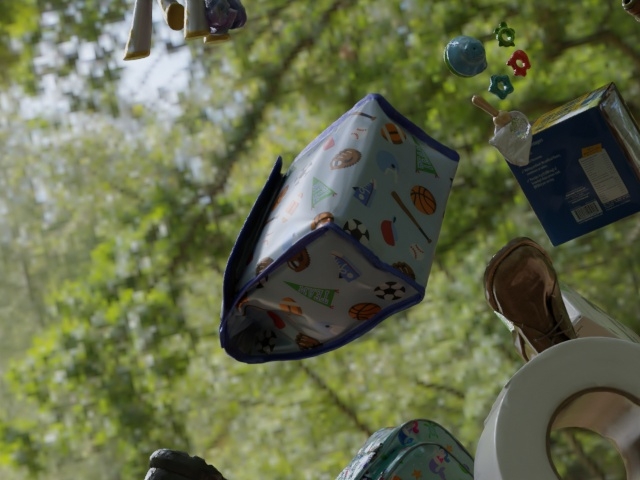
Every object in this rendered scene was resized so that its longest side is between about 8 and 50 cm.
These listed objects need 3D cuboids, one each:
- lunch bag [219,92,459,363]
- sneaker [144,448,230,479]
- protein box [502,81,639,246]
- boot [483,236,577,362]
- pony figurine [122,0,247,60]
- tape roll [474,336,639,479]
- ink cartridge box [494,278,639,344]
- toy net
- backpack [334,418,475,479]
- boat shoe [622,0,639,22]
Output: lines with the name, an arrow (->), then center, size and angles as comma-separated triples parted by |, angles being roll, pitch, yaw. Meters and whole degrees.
lunch bag -> 0.000, 0.000, 2.362 | 0.385, 0.239, 0.328 | -37, 23, 44
sneaker -> -0.114, 0.365, 1.900 | 0.267, 0.106, 0.101 | 26, -26, -14
protein box -> 0.458, -0.132, 2.574 | 0.199, 0.201, 0.136 | -25, 11, 32
boot -> 0.317, 0.105, 2.081 | 0.112, 0.115, 0.305 | -39, -40, -5
pony figurine -> -0.212, -0.477, 2.223 | 0.302, 0.364, 0.351 | -10, 2, -37
tape roll -> 0.302, 0.247, 1.652 | 0.246, 0.246, 0.169 | -13, -20, -6
ink cartridge box -> 0.453, 0.180, 2.484 | 0.272, 0.115, 0.198 | 32, 12, -29
toy net -> 0.285, -0.225, 2.330 | 0.122, 0.232, 0.045 | -17, -8, -23
backpack -> 0.144, 0.410, 2.334 | 0.191, 0.225, 0.253 | -32, 15, 52
boat shoe -> 0.653, -0.521, 2.630 | 0.104, 0.307, 0.111 | 24, 12, -25
